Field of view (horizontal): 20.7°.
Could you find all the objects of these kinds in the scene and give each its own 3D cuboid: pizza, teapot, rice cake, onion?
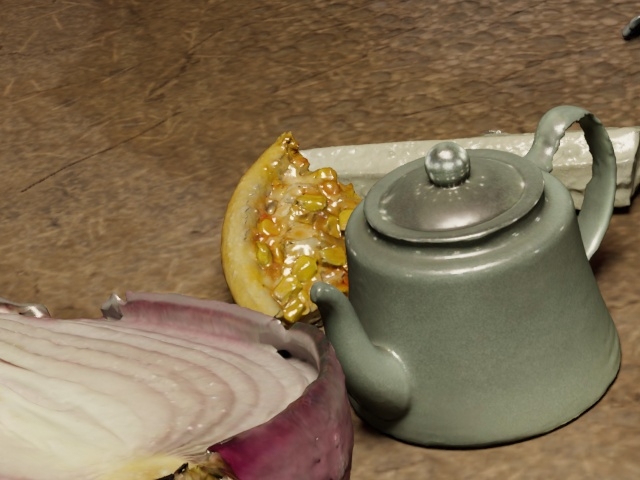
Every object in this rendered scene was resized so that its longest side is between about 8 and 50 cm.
[{"bbox_3d":[0.000,0.000,1.113,0.131,0.041,0.178,13,47,9],"label":"pizza"},{"bbox_3d":[0.087,0.006,0.991,0.239,0.149,0.162,-32,34,-30],"label":"teapot"},{"bbox_3d":[0.096,-0.045,1.175,0.256,0.052,0.057,-2,14,18],"label":"rice cake"},{"bbox_3d":[-0.143,0.125,0.868,0.267,0.159,0.349,-14,20,-28],"label":"onion"}]

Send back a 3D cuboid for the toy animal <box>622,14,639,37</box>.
[{"bbox_3d":[0.368,-0.190,1.250,0.197,0.160,0.272,-20,37,-18],"label":"toy animal"}]
